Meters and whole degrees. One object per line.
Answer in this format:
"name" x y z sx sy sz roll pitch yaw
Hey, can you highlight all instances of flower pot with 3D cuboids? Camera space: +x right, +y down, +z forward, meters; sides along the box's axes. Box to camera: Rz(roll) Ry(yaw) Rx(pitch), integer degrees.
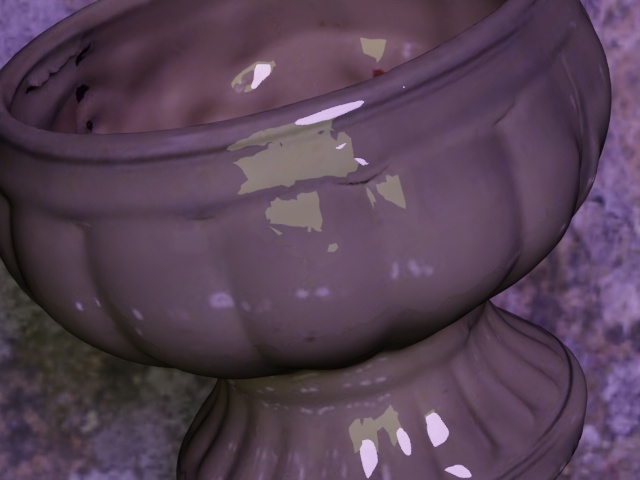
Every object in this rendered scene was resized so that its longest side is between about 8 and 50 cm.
"flower pot" 0.000 0.000 0.921 0.307 0.307 0.244 -14 113 1
